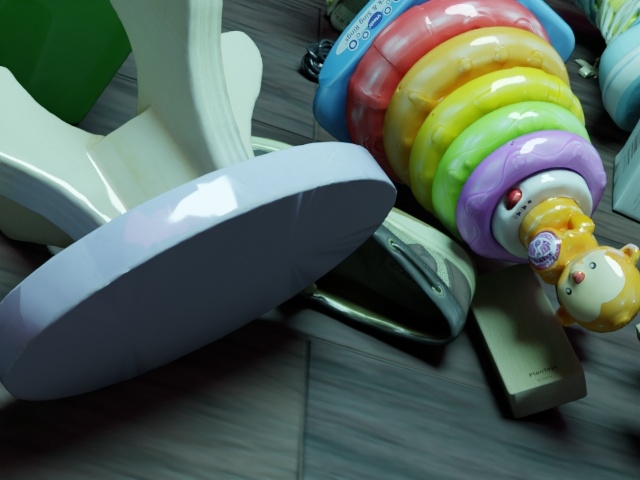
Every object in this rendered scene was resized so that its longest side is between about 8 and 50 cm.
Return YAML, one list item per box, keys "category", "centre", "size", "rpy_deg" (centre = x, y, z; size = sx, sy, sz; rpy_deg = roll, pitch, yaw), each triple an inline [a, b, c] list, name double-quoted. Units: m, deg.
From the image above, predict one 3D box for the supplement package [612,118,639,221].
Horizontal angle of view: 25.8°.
- category: "supplement package"
  centre: [0.356, -0.054, 1.205]
  size: [0.179, 0.105, 0.105]
  rpy_deg: [24, 32, -1]

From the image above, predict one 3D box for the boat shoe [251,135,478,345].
- category: "boat shoe"
  centre: [0.000, 0.001, 0.910]
  size: [0.224, 0.080, 0.073]
  rpy_deg: [25, 26, -7]

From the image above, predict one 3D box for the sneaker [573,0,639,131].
- category: "sneaker"
  centre: [0.297, -0.224, 1.370]
  size: [0.208, 0.127, 0.319]
  rpy_deg: [50, 28, 12]

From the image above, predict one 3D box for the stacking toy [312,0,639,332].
- category: "stacking toy"
  centre: [0.130, -0.045, 0.948]
  size: [0.166, 0.175, 0.302]
  rpy_deg: [28, 24, -39]

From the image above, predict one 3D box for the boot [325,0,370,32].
- category: "boot"
  centre: [0.056, -0.249, 1.233]
  size: [0.077, 0.165, 0.213]
  rpy_deg: [42, 28, 12]

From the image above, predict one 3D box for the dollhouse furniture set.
- category: "dollhouse furniture set"
  centre: [0.197, 0.093, 0.957]
  size: [0.151, 0.123, 0.144]
  rpy_deg: [-18, 40, 0]

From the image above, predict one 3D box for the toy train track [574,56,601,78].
- category: "toy train track"
  centre: [0.292, -0.178, 1.433]
  size: [0.083, 0.014, 0.048]
  rpy_deg: [-15, 49, -47]

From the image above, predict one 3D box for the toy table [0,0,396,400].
- category: "toy table"
  centre: [-0.096, -0.037, 0.773]
  size: [0.161, 0.252, 0.274]
  rpy_deg: [55, 29, 15]

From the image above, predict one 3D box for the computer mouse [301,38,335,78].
- category: "computer mouse"
  centre: [0.081, -0.113, 1.172]
  size: [0.193, 0.042, 0.106]
  rpy_deg: [37, 29, 30]

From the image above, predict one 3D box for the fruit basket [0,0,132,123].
- category: "fruit basket"
  centre: [-0.258, -0.299, 0.913]
  size: [0.392, 0.392, 0.283]
  rpy_deg: [9, 35, -24]
